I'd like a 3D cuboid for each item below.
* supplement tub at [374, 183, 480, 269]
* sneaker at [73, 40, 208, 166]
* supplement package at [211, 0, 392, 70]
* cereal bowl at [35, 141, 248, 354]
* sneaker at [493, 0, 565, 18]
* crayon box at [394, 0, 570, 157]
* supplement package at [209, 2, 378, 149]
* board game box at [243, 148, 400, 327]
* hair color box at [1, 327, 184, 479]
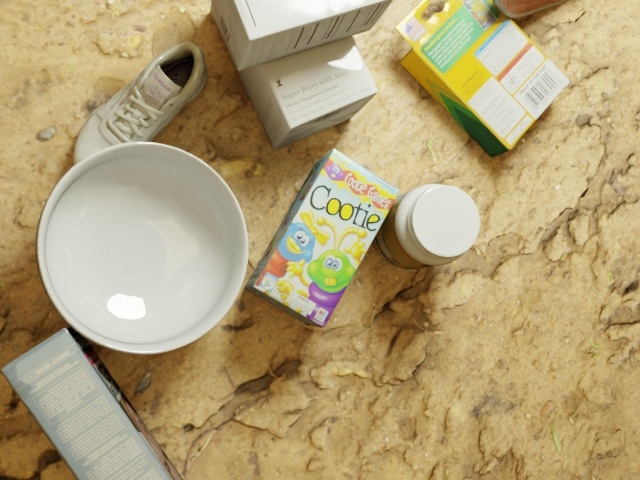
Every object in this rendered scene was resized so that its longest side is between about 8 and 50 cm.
[{"bbox_3d":[0.188,-0.023,1.265,0.144,0.200,0.144,1,85,-13],"label":"supplement tub"},{"bbox_3d":[-0.311,-0.229,1.193,0.114,0.152,0.305,41,79,-9],"label":"sneaker"},{"bbox_3d":[-0.031,-0.381,1.098,0.244,0.134,0.139,-20,89,-15],"label":"supplement package"},{"bbox_3d":[-0.298,0.016,1.161,0.339,0.141,0.338,4,82,-27],"label":"cereal bowl"},{"bbox_3d":[0.409,-0.524,1.386,0.302,0.108,0.121,-24,71,-43],"label":"sneaker"},{"bbox_3d":[0.306,-0.351,1.384,0.323,0.083,0.203,45,77,-7],"label":"crayon box"},{"bbox_3d":[-0.055,-0.340,1.250,0.178,0.175,0.293,-26,91,-13],"label":"supplement package"},{"bbox_3d":[0.000,0.000,1.248,0.142,0.144,0.275,31,80,-9],"label":"board game box"},{"bbox_3d":[-0.337,0.320,1.117,0.114,0.185,0.374,-34,93,-15],"label":"hair color box"}]
